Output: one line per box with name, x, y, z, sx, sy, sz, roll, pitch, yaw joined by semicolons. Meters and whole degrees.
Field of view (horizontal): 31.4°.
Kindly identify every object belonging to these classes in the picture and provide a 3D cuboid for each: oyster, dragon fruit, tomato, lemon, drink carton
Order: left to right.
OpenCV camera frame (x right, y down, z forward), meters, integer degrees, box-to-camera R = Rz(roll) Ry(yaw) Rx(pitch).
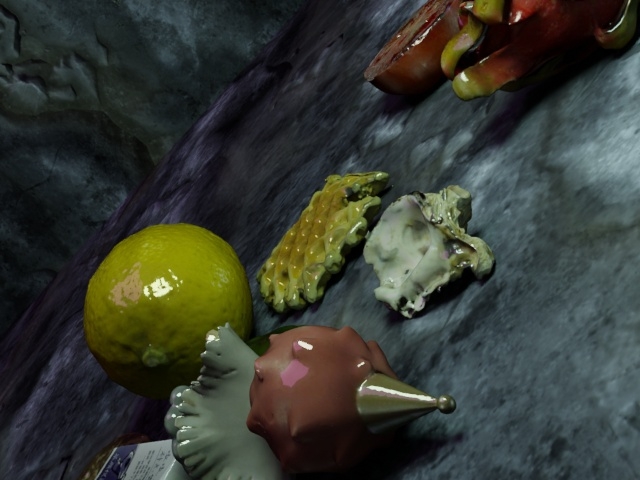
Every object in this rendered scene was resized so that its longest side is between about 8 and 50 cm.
drink carton;-0.210;0.328;1.399;0.222;0.102;0.134;-23;30;56
lemon;-0.218;0.097;1.655;0.245;0.245;0.320;-44;16;17
tomato;0.169;-0.310;1.818;0.225;0.085;0.225;-47;14;16
oyster;0.129;0.017;1.285;0.191;0.081;0.163;38;113;58
dragon fruit;0.272;-0.318;1.372;0.307;0.243;0.227;-20;-11;25

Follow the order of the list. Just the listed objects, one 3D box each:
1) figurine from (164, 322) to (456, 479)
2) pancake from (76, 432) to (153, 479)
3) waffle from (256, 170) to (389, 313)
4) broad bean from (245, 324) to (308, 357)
figurine;-0.016;0.165;1.170;0.387;0.207;0.166;-23;-7;43
pancake;-0.330;0.384;1.687;0.250;0.031;0.250;-43;19;19
waffle;-0.002;-0.002;1.649;0.250;0.056;0.261;-54;20;-12
broad bean;-0.084;0.180;1.495;0.292;0.049;0.144;-42;25;31
